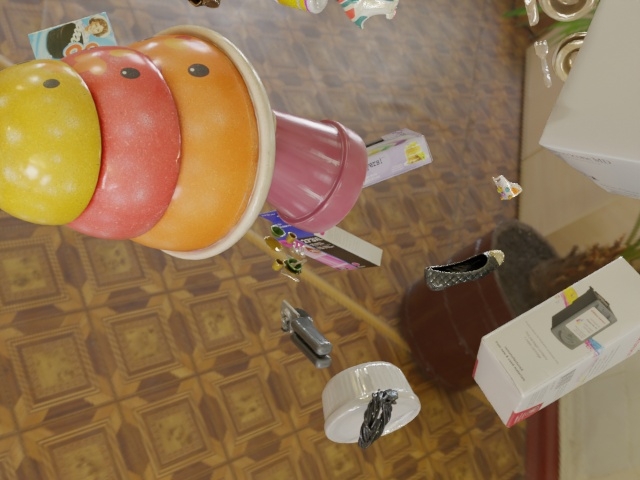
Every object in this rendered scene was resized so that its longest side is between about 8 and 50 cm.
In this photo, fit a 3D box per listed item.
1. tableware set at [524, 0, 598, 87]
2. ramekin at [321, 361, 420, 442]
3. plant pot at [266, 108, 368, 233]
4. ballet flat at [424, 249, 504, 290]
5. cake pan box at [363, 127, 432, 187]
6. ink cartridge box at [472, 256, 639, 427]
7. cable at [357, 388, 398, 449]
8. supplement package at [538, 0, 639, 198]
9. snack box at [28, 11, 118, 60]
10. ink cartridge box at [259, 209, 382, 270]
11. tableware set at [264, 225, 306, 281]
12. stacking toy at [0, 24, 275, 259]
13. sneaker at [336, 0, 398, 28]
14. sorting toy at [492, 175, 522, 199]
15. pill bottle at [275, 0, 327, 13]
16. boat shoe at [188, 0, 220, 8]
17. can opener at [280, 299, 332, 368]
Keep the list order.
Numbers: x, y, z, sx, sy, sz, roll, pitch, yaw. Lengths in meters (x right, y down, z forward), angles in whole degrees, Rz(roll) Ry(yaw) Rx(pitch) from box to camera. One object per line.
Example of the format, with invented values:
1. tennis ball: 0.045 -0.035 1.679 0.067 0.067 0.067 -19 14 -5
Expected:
1. tableware set: 0.378 -0.312 1.047 0.194 0.128 0.039 65 31 -31
2. ramekin: 0.127 0.437 1.924 0.273 0.273 0.127 14 44 -37
3. plant pot: -0.048 -0.135 1.220 0.180 0.201 0.201 24 51 -36
4. ballet flat: 0.292 0.054 1.428 0.057 0.173 0.049 -122 -167 -62
5. cake pan box: 0.112 -0.179 1.613 0.267 0.246 0.070 -94 165 -77
6. ink cartridge box: 0.445 0.193 1.296 0.306 0.226 0.131 -29 61 -9
7. cable: 0.126 0.426 1.684 0.047 0.150 0.184 28 6 20
8. supplement package: 0.379 -0.135 0.651 0.145 0.262 0.204 24 90 -36
9. snack box: -0.539 -0.355 1.653 0.187 0.060 0.322 -20 83 -8
10. ink cartridge box: 0.000 0.000 2.112 0.371 0.176 0.069 28 66 -38
11. tableware set: -0.077 0.022 1.557 0.104 0.024 0.154 29 29 -11
12. stacking toy: -0.323 -0.123 0.916 0.480 0.351 0.350 -11 73 -52
13. sneaker: 0.106 -0.379 1.061 0.075 0.161 0.057 52 23 -27
14. sorting toy: 0.543 -0.162 2.098 0.045 0.083 0.075 -42 100 -13
15. pill bottle: -0.033 -0.325 0.919 0.083 0.043 0.043 23 34 26
16. boat shoe: -0.317 -0.629 1.815 0.178 0.064 0.060 8 79 -66
17. can opener: -0.028 0.233 1.816 0.095 0.283 0.076 -5 111 -26
